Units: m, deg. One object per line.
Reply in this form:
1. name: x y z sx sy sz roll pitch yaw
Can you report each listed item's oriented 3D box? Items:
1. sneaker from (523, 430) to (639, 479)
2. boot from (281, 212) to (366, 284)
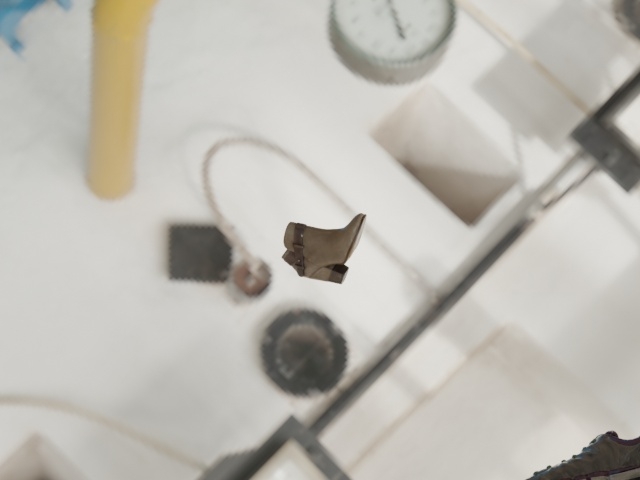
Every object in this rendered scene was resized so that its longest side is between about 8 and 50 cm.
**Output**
1. sneaker: 0.280 0.256 1.497 0.224 0.083 0.098 -18 -146 31
2. boot: 0.000 0.000 1.682 0.042 0.087 0.118 -49 162 -56
